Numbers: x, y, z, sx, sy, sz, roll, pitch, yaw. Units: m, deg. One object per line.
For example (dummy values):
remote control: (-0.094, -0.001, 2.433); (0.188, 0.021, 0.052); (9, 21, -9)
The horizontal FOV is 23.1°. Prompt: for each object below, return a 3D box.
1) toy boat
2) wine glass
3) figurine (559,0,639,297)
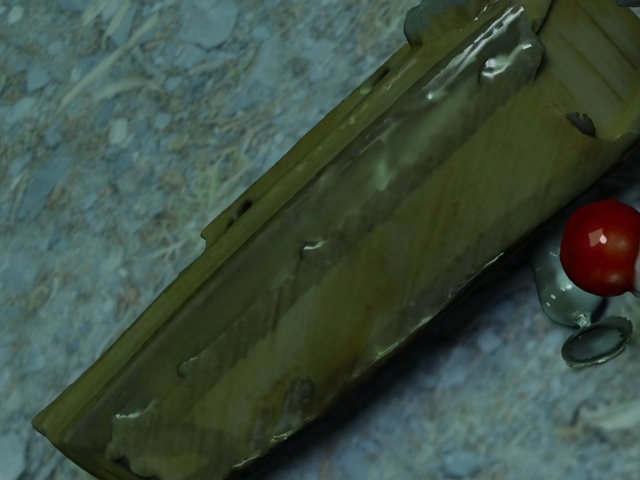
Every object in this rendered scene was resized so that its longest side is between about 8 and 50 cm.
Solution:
toy boat: (0.000, 0.000, 0.878); (0.445, 0.136, 0.162); (-43, 22, 19)
wine glass: (0.135, 0.024, 0.834); (0.042, 0.039, 0.083); (110, 155, -44)
figurine: (0.254, -0.030, 0.668); (0.288, 0.186, 0.176); (8, 74, 3)
